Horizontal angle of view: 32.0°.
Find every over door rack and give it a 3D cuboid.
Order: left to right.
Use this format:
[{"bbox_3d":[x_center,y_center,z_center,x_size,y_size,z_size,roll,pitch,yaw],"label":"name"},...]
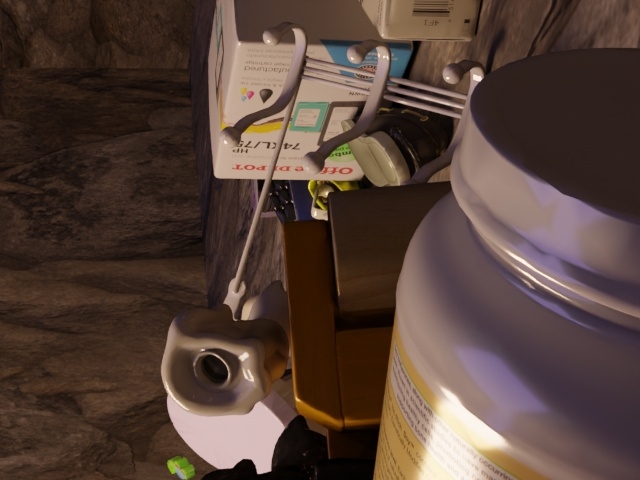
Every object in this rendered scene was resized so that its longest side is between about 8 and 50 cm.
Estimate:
[{"bbox_3d":[0.013,-0.032,1.071,0.239,0.108,0.324,20,106,36],"label":"over door rack"}]

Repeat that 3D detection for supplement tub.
[{"bbox_3d":[0.144,0.104,0.504,0.241,0.241,0.331,-112,23,-58],"label":"supplement tub"}]

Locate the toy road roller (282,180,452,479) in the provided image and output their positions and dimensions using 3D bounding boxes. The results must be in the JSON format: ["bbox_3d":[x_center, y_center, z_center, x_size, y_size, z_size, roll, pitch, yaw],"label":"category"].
[{"bbox_3d":[0.081,0.131,0.925,0.240,0.202,0.330,90,175,-76],"label":"toy road roller"}]

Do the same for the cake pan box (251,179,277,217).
[{"bbox_3d":[-0.076,-0.181,1.919,0.246,0.070,0.267,135,132,-76],"label":"cake pan box"}]

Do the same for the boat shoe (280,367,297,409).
[{"bbox_3d":[-0.062,0.316,1.808,0.095,0.112,0.335,-114,21,-50],"label":"boat shoe"}]

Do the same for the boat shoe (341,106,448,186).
[{"bbox_3d":[0.078,-0.105,1.210,0.081,0.068,0.228,61,175,-14],"label":"boat shoe"}]

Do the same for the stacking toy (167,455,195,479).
[{"bbox_3d":[-0.093,0.351,1.609,0.221,0.167,0.052,36,133,33],"label":"stacking toy"}]

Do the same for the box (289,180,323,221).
[{"bbox_3d":[0.000,0.000,1.533,0.136,0.036,0.225,62,-168,-53],"label":"box"}]

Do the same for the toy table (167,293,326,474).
[{"bbox_3d":[-0.074,0.220,1.551,0.274,0.161,0.252,5,123,45],"label":"toy table"}]

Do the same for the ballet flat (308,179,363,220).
[{"bbox_3d":[0.031,-0.026,1.403,0.231,0.077,0.077,-113,29,-60],"label":"ballet flat"}]

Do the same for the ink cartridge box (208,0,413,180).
[{"bbox_3d":[-0.024,-0.223,1.340,0.270,0.198,0.197,109,159,-59],"label":"ink cartridge box"}]

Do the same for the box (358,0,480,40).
[{"bbox_3d":[0.077,-0.298,1.113,0.275,0.094,0.113,-112,24,-57],"label":"box"}]

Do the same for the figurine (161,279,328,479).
[{"bbox_3d":[-0.046,0.145,0.948,0.209,0.092,0.215,-27,-72,-72],"label":"figurine"}]

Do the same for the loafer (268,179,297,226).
[{"bbox_3d":[-0.017,-0.002,1.678,0.078,0.076,0.223,20,-132,-58],"label":"loafer"}]
